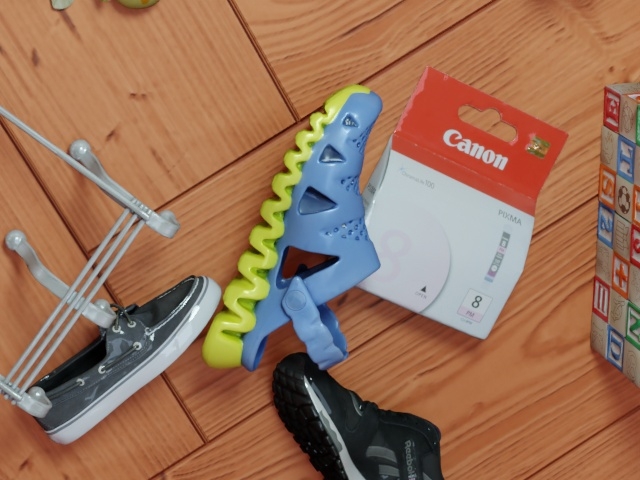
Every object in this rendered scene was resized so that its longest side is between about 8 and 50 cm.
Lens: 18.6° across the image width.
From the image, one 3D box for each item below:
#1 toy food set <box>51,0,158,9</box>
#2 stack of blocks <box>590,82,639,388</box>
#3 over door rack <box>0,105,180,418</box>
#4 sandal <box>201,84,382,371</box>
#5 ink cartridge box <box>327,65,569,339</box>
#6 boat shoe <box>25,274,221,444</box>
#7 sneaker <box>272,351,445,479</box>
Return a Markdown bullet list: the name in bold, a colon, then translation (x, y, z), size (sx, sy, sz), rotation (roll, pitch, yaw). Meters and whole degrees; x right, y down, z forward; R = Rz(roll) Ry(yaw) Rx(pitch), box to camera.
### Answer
- **toy food set**: translation (-0.165, -0.286, 1.844), size (0.192, 0.038, 0.132), rotation (-12, 110, -13)
- **stack of blocks**: translation (0.360, -0.002, 2.027), size (0.087, 0.171, 0.297), rotation (-5, 108, -16)
- **over door rack**: translation (-0.329, -0.018, 1.855), size (0.324, 0.108, 0.239), rotation (35, 94, -9)
- **sandal**: translation (0.000, 0.000, 1.923), size (0.138, 0.126, 0.317), rotation (23, 105, 4)
- **ink cartridge box**: translation (0.139, -0.035, 2.012), size (0.189, 0.066, 0.232), rotation (23, 103, -22)
- **boat shoe**: translation (-0.202, 0.104, 1.943), size (0.228, 0.080, 0.076), rotation (-40, 115, 6)
- **sneaker**: translation (0.055, 0.207, 2.053), size (0.124, 0.107, 0.283), rotation (-40, 119, -18)
